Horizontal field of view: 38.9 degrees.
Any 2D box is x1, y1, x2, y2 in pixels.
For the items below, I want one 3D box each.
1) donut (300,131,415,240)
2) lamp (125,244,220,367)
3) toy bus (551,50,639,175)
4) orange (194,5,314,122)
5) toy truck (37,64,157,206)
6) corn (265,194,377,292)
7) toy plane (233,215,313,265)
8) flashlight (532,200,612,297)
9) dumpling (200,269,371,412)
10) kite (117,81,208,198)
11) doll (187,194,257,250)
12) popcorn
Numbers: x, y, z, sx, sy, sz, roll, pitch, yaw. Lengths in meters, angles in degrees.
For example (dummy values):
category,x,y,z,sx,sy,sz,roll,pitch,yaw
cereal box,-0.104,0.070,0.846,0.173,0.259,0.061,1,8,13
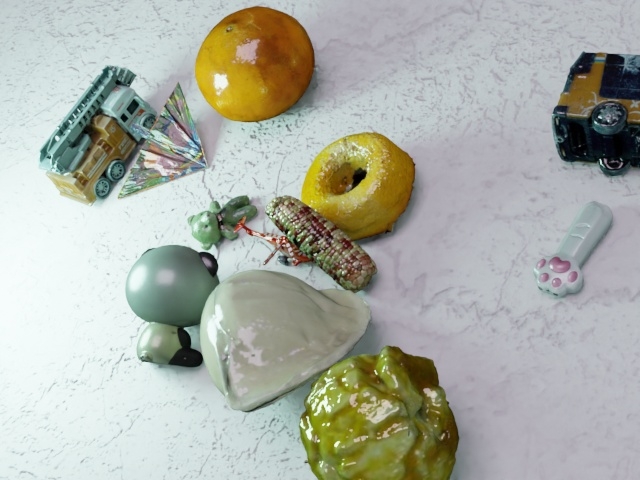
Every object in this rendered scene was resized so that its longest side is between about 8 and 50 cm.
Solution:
category,x,y,z,sx,sy,sz,roll,pitch,yaw
donut,0.072,-0.110,1.857,0.253,0.118,0.253,-23,49,29
lamp,-0.302,0.129,1.833,0.197,0.197,0.244,3,82,27
toy bus,0.605,-0.229,1.648,0.323,0.162,0.194,10,62,29
orange,-0.154,-0.408,2.092,0.284,0.226,0.284,-16,46,17
toy truck,-0.536,-0.268,2.200,0.133,0.184,0.338,19,68,33
corn,0.000,0.000,1.771,0.253,0.086,0.086,40,79,12
toy plane,-0.095,0.010,1.872,0.194,0.077,0.126,-1,56,27
flashlight,0.457,0.011,1.624,0.093,0.047,0.200,26,72,36
dumpling,-0.063,0.163,1.636,0.315,0.233,0.395,-18,18,6
kite,-0.362,-0.214,2.157,0.234,0.016,0.321,27,91,16
doll,-0.216,-0.052,1.978,0.150,0.077,0.115,-30,60,-11
popcorn,0.099,0.317,1.458,0.247,0.282,0.282,-19,52,9
